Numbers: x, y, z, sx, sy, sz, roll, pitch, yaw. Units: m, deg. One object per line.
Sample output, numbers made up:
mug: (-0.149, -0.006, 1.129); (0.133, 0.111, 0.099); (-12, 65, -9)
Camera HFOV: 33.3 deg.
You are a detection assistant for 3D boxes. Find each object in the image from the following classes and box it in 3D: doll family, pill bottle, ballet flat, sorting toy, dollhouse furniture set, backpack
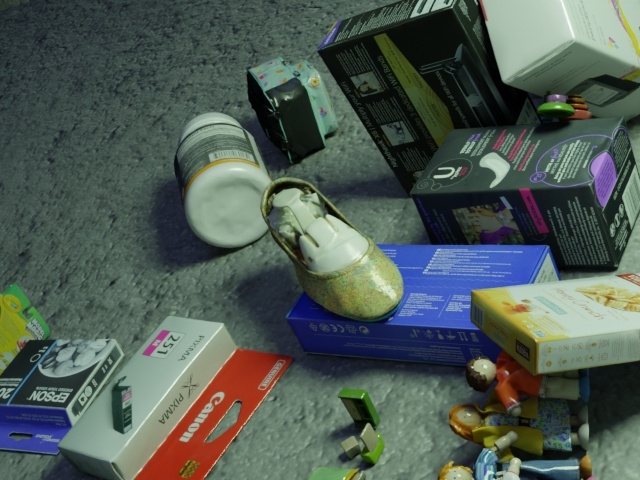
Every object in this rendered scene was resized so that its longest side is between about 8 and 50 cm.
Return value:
doll family: (0.211, 0.239, 1.172); (0.163, 0.118, 0.263); (0, 42, 10)
pill bottle: (-0.175, -0.117, 1.913); (0.162, 0.162, 0.278); (-27, 31, 1)
ballet flat: (0.000, 0.000, 1.513); (0.123, 0.123, 0.348); (-32, 32, -8)
sorting toy: (0.335, -0.189, 1.488); (0.061, 0.102, 0.042); (-1, 82, 40)
dollhouse furniture set: (0.025, 0.258, 1.319); (0.076, 0.058, 0.151); (-1, 40, 37)
backpack: (-0.059, -0.262, 2.028); (0.144, 0.166, 0.188); (-32, 36, -11)

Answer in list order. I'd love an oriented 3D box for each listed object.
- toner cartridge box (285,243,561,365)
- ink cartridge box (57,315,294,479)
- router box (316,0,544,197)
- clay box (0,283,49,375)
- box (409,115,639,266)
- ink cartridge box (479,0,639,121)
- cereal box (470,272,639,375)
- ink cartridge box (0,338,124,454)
toner cartridge box: (0.137, 0.084, 1.469); (0.348, 0.075, 0.165); (1, 40, 37)
ink cartridge box: (-0.207, 0.230, 1.534); (0.239, 0.060, 0.275); (3, 43, 41)
router box: (0.176, -0.220, 1.633); (0.243, 0.309, 0.081); (-10, 38, 37)
clay box: (-0.582, 0.180, 1.821); (0.222, 0.127, 0.053); (-42, 35, -23)
box: (0.291, -0.064, 1.500); (0.270, 0.143, 0.165); (0, 39, 36)
ink cartridge box: (0.376, -0.319, 1.573); (0.131, 0.306, 0.226); (-32, 63, 40)
cereal box: (0.316, 0.090, 1.236); (0.240, 0.047, 0.173); (-6, 17, -16)
ink cartridge box: (-0.444, 0.243, 1.708); (0.206, 0.045, 0.208); (-4, 40, 33)
